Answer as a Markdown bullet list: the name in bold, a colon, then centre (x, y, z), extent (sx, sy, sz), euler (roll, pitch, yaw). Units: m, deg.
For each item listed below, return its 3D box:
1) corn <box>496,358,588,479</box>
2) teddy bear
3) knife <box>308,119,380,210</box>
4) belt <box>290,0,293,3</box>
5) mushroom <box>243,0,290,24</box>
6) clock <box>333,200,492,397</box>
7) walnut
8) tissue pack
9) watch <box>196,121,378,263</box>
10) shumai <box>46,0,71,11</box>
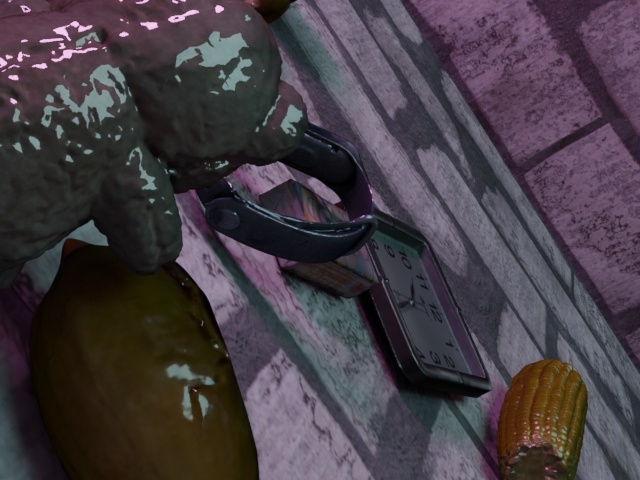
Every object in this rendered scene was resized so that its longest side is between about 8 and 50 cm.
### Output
- **corn**: centre (0.331, 0.273, 1.466), extent (0.131, 0.131, 0.344), euler (58, 19, -2)
- **teddy bear**: centre (-0.154, -0.083, 0.633), extent (0.267, 0.151, 0.236), euler (-28, 71, -33)
- **knife**: centre (0.005, -0.143, 1.474), extent (0.313, 0.019, 0.044), euler (50, 19, -28)
- **belt**: centre (-0.093, -0.510, 1.574), extent (0.295, 0.160, 0.206), euler (38, 45, -41)
- **mushroom**: centre (-0.156, -0.467, 1.410), extent (0.350, 0.128, 0.128), euler (57, 19, -17)
- **clock**: centre (0.125, 0.086, 1.368), extent (0.279, 0.049, 0.273), euler (24, 40, -57)
- **walnut**: centre (-0.119, 0.096, 0.656), extent (0.137, 0.137, 0.245), euler (18, 44, -61)
- **tissue pack**: centre (0.000, 0.000, 1.178), extent (0.148, 0.060, 0.108), euler (29, 36, -53)
- **watch**: centre (-0.033, -0.058, 1.071), extent (0.206, 0.068, 0.193), euler (27, 41, -12)
- **shumai**: centre (-0.194, -0.170, 0.798), extent (0.120, 0.201, 0.201), euler (44, 16, 14)
